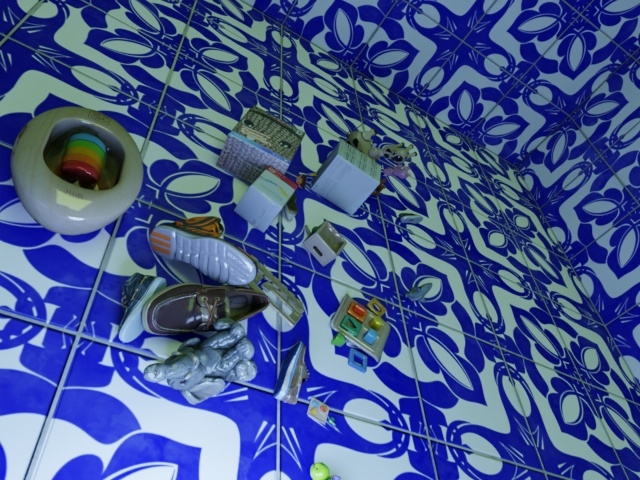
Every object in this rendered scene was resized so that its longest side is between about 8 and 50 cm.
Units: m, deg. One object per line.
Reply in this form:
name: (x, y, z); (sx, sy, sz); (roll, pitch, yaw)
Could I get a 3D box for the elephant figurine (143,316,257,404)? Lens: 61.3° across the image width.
elephant figurine: (-0.278, 0.281, 1.213); (0.240, 0.185, 0.169); (-22, 27, -26)

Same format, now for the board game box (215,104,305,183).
board game box: (-0.212, -0.338, 1.977); (0.232, 0.141, 0.291); (27, 35, -7)

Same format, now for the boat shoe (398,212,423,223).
boat shoe: (0.406, -0.104, 2.418); (0.142, 0.049, 0.040); (0, 50, -42)

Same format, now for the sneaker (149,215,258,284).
sneaker: (-0.286, 0.006, 1.473); (0.321, 0.124, 0.180); (22, 28, 15)

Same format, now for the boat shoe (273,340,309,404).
boat shoe: (-0.068, 0.349, 1.414); (0.066, 0.066, 0.183); (37, 43, -13)

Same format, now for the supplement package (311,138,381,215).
supplement package: (0.105, -0.252, 2.162); (0.203, 0.194, 0.149); (32, 35, -13)

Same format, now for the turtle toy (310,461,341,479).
turtle toy: (0.019, 0.569, 1.229); (0.130, 0.066, 0.095); (50, 34, 15)

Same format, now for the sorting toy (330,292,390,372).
sorting toy: (0.139, 0.267, 1.720); (0.196, 0.047, 0.347); (39, 33, -2)

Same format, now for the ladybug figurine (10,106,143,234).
ladybug figurine: (-0.622, -0.176, 1.387); (0.305, 0.162, 0.449); (22, 38, -24)

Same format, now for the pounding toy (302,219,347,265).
pounding toy: (0.000, 0.000, 1.872); (0.141, 0.100, 0.130); (49, 33, -6)

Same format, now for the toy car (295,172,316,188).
toy car: (-0.060, -0.235, 2.133); (0.041, 0.060, 0.122); (4, 11, 27)

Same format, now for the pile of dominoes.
pile of dominoes: (-0.155, 0.149, 1.570); (0.251, 0.040, 0.196); (44, 13, 4)

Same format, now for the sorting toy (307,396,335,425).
sorting toy: (0.007, 0.449, 1.408); (0.083, 0.012, 0.062); (33, 33, -10)

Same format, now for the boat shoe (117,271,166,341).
boat shoe: (-0.444, 0.156, 1.276); (0.083, 0.065, 0.183); (12, 48, 13)

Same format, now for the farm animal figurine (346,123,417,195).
farm animal figurine: (0.216, -0.346, 2.294); (0.172, 0.330, 0.326); (-27, 74, -34)

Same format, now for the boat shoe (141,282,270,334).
boat shoe: (-0.268, 0.168, 1.335); (0.342, 0.123, 0.123); (2, 89, -50)

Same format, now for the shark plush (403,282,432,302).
shark plush: (0.353, 0.186, 2.006); (0.161, 0.067, 0.073); (6, 46, -41)

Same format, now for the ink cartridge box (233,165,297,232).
ink cartridge box: (-0.181, -0.140, 1.809); (0.127, 0.128, 0.176); (36, 33, -6)

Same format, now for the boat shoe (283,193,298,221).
boat shoe: (-0.115, -0.131, 1.950); (0.056, 0.048, 0.153); (12, 35, -24)
